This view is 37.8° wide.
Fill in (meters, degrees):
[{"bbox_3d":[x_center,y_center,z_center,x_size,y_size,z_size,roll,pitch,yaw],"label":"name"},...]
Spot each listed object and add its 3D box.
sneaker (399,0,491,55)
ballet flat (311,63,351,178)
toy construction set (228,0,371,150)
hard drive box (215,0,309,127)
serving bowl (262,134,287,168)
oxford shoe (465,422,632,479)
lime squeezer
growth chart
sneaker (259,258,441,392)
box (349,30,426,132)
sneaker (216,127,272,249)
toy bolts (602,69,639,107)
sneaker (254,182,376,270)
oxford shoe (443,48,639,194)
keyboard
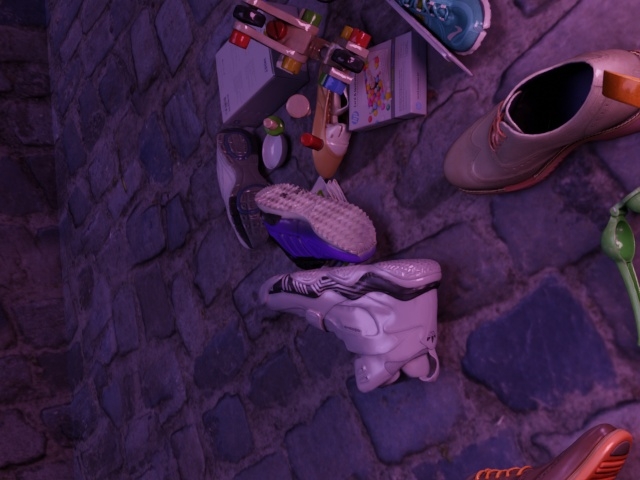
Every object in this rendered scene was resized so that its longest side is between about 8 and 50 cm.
[{"bbox_3d":[0.179,-0.388,1.526,0.275,0.110,0.107,53,130,44],"label":"sneaker"},{"bbox_3d":[0.027,-0.235,1.782,0.073,0.080,0.232,-2,86,46],"label":"ballet flat"},{"bbox_3d":[-0.018,-0.315,1.702,0.237,0.257,0.308,-1,-88,-79],"label":"toy construction set"},{"bbox_3d":[-0.132,-0.376,2.025,0.232,0.089,0.181,-32,62,52],"label":"hard drive box"},{"bbox_3d":[-0.093,-0.194,2.005,0.083,0.027,0.083,-8,81,57],"label":"serving bowl"},{"bbox_3d":[0.259,0.350,1.262,0.363,0.130,0.132,-48,55,19],"label":"oxford shoe"},{"bbox_3d":[0.414,-0.024,1.180,0.110,0.059,0.310,37,117,52],"label":"lime squeezer"},{"bbox_3d":[0.020,-0.021,1.824,0.237,0.021,0.172,60,136,41],"label":"growth chart"},{"bbox_3d":[0.047,0.148,1.594,0.366,0.137,0.210,-8,88,37],"label":"sneaker"},{"bbox_3d":[0.118,-0.281,1.677,0.186,0.038,0.145,-6,81,58],"label":"box"},{"bbox_3d":[-0.169,-0.104,2.072,0.129,0.111,0.297,114,149,-55],"label":"sneaker"},{"bbox_3d":[0.441,-0.196,0.987,0.228,0.218,0.158,44,122,59],"label":"toy bolts"},{"bbox_3d":[0.000,0.000,1.752,0.293,0.102,0.146,28,138,42],"label":"sneaker"},{"bbox_3d":[0.284,-0.169,1.308,0.397,0.147,0.140,-32,62,52],"label":"oxford shoe"},{"bbox_3d":[0.172,-0.355,1.570,0.014,0.072,0.256,-51,45,19],"label":"keyboard"}]
